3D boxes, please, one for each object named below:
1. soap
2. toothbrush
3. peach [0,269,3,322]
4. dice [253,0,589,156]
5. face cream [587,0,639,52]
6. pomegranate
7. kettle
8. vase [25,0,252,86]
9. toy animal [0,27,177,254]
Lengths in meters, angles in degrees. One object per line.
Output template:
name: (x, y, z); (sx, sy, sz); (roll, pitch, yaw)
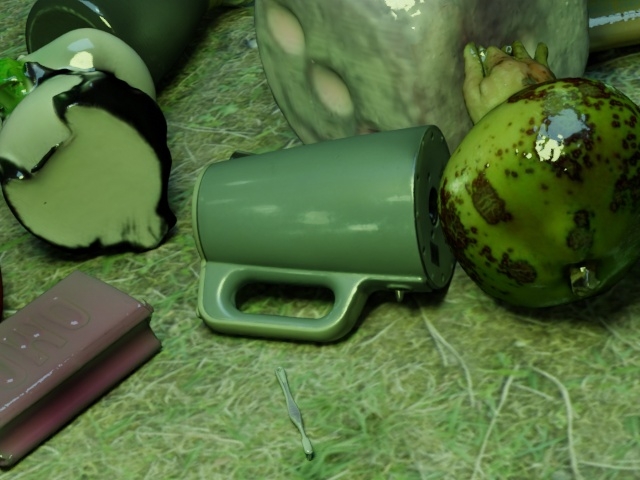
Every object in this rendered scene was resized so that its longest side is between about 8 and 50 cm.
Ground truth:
soap: (-0.266, 0.119, 1.433); (0.122, 0.065, 0.203); (22, 47, 38)
toothbrush: (-0.024, 0.153, 1.358); (0.011, 0.013, 0.131); (-8, 33, -11)
peach: (-0.414, 0.053, 1.518); (0.190, 0.226, 0.196); (-3, -20, -46)
dice: (0.109, -0.227, 1.617); (0.270, 0.270, 0.271); (-35, 41, -28)
face cream: (0.373, -0.272, 1.769); (0.285, 0.067, 0.139); (-10, 26, 4)
pomegranate: (0.198, -0.075, 1.386); (0.222, 0.277, 0.204); (-29, -8, 20)
kettle: (0.000, 0.000, 1.468); (0.243, 0.160, 0.211); (-4, 71, 19)
vase: (-0.213, -0.293, 1.912); (0.173, 0.173, 0.321); (13, 37, 31)
toy animal: (-0.273, -0.123, 1.645); (0.212, 0.213, 0.267); (-20, 40, -10)
